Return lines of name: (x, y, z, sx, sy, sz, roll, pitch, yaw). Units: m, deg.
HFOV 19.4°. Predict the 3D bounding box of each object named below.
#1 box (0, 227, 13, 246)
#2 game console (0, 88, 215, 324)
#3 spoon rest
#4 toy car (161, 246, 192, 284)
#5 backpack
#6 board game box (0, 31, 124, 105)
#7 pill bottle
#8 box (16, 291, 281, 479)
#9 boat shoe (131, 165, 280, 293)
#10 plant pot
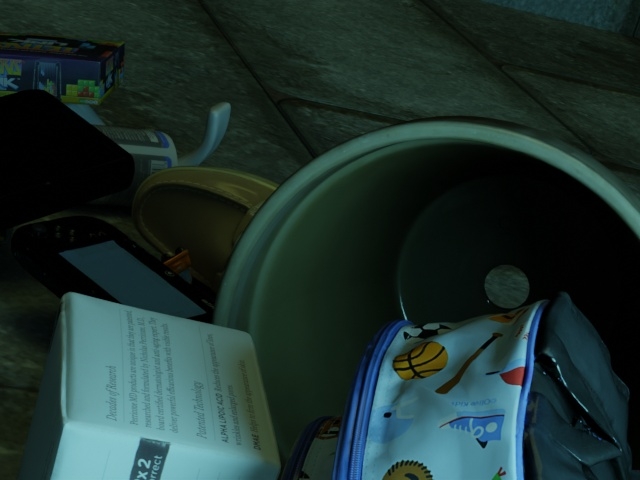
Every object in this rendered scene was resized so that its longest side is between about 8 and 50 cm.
box: (-0.442, -0.101, 1.680, 0.322, 0.079, 0.257, 10, 21, -20)
game console: (-0.196, -0.006, 1.502, 0.361, 0.044, 0.213, 36, 38, 28)
spoon rest: (-0.234, -0.114, 1.935, 0.276, 0.084, 0.137, 6, 15, 12)
toy car: (-0.153, 0.047, 1.596, 0.122, 0.060, 0.040, -34, 96, -47)
backpack: (0.088, 0.167, 0.993, 0.213, 0.263, 0.276, -6, 35, 11)
board game box: (-0.295, -0.178, 1.905, 0.170, 0.048, 0.141, 5, 14, 2)
pill bottle: (-0.213, -0.073, 1.796, 0.137, 0.078, 0.078, 5, 22, -35)
box: (-0.109, 0.152, 1.051, 0.119, 0.181, 0.182, 12, 19, -12)
boat shoe: (-0.039, 0.022, 1.633, 0.302, 0.109, 0.098, 27, 18, 12)
plant pot: (0.115, 0.061, 1.319, 0.323, 0.323, 0.280, 20, 14, 10)
